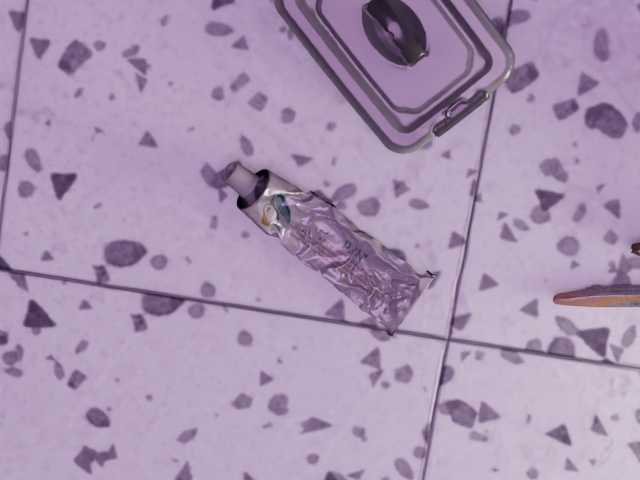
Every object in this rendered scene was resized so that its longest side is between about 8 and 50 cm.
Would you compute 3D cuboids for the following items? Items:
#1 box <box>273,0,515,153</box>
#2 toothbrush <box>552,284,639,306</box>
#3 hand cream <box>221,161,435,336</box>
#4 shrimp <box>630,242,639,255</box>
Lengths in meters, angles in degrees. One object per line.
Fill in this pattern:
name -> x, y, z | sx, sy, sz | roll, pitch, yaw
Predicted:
box -> 0.073, -0.217, 1.687 | 0.162, 0.130, 0.227 | -38, 101, 8
toothbrush -> 0.438, 0.058, 1.799 | 0.375, 0.028, 0.037 | 0, 110, 0
hand cream -> 0.000, -0.001, 1.781 | 0.257, 0.050, 0.084 | 35, 103, -14
shrimp -> 0.424, 0.001, 1.765 | 0.190, 0.101, 0.042 | -3, 59, 10
